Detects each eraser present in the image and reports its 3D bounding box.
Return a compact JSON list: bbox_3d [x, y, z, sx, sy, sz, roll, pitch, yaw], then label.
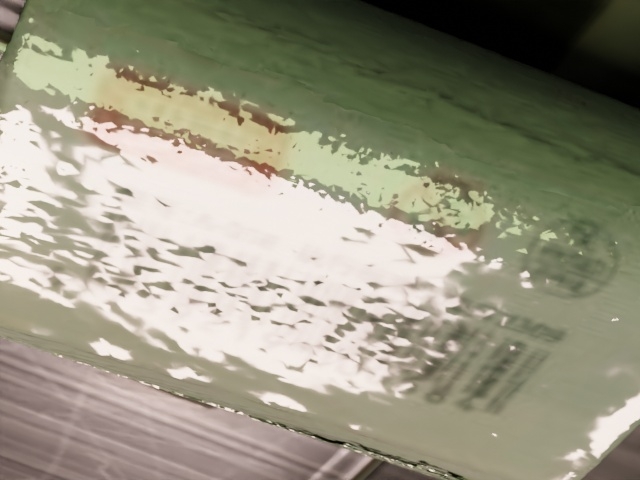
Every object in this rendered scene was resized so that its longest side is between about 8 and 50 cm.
[{"bbox_3d":[0.000,0.000,0.439,0.227,0.081,0.174,19,139,-12],"label":"eraser"}]
